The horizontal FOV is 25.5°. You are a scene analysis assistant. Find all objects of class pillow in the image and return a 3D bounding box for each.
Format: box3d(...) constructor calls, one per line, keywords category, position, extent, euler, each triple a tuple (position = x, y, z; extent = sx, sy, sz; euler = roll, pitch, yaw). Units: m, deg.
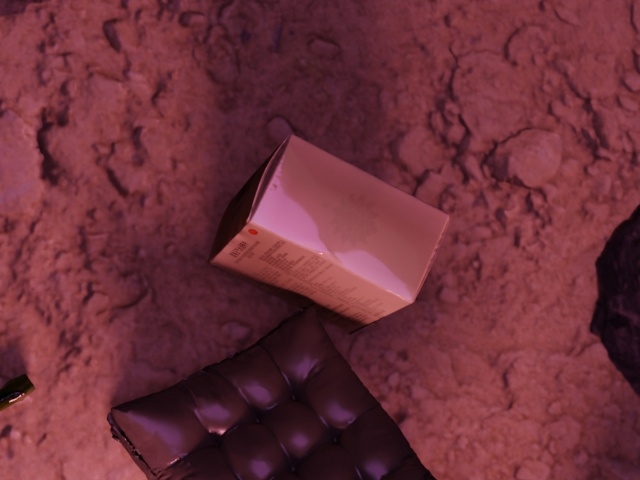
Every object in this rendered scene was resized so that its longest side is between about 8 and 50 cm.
box3d(category="pillow", position=(-0.019, 0.231, 1.273), extent=(0.228, 0.101, 0.326), euler=(-29, 67, -20))

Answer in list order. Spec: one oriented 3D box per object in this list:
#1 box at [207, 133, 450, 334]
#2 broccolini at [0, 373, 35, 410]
box3d(category="box", position=(0.000, 0.000, 1.311), extent=(0.168, 0.212, 0.095), euler=(25, 74, -9))
box3d(category="broccolini", position=(-0.360, 0.205, 1.260), extent=(0.254, 0.057, 0.071), euler=(-39, 132, -16))
